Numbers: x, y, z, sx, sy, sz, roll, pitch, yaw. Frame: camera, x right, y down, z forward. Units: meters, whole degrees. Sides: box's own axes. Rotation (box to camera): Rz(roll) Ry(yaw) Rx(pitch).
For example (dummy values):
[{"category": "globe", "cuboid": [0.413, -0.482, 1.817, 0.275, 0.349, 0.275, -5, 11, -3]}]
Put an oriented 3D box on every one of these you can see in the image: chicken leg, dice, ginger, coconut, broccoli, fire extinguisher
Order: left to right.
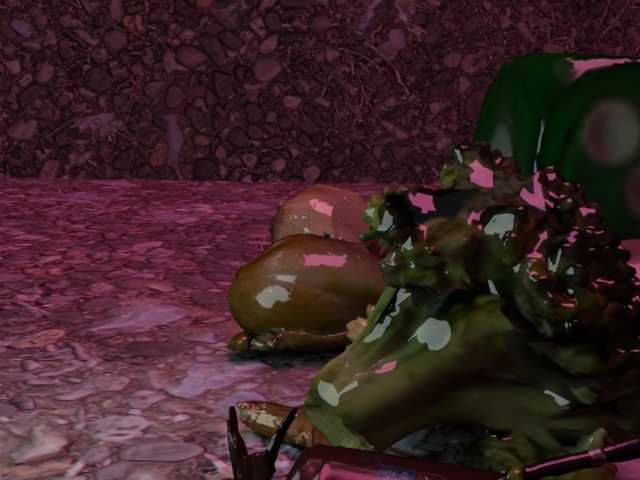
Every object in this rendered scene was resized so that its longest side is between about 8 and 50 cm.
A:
[{"category": "ginger", "cuboid": [-0.018, 0.175, 0.860, 0.137, 0.044, 0.057, 8, 30, 41]}, {"category": "coconut", "cuboid": [0.001, -0.002, 1.498, 0.194, 0.194, 0.194, 1, 10, 0]}, {"category": "chicken leg", "cuboid": [0.098, 0.086, 1.167, 0.430, 0.152, 0.201, 9, 22, -1]}, {"category": "broccoli", "cuboid": [0.113, 0.078, 0.801, 0.281, 0.293, 0.348, -34, 20, -26]}, {"category": "fire extinguisher", "cuboid": [0.085, 0.181, 0.599, 0.341, 0.141, 0.105, 6, -20, 20]}, {"category": "dice", "cuboid": [0.364, -0.078, 1.169, 0.300, 0.297, 0.287, 5, 8, -9]}]

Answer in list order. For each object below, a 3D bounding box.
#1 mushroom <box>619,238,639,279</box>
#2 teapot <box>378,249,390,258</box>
[{"category": "mushroom", "cuboid": [0.335, 0.106, 0.956, 0.227, 0.178, 0.226, -12, 34, 9]}, {"category": "teapot", "cuboid": [0.112, 0.068, 1.343, 0.116, 0.116, 0.173, 9, 39, 36]}]
